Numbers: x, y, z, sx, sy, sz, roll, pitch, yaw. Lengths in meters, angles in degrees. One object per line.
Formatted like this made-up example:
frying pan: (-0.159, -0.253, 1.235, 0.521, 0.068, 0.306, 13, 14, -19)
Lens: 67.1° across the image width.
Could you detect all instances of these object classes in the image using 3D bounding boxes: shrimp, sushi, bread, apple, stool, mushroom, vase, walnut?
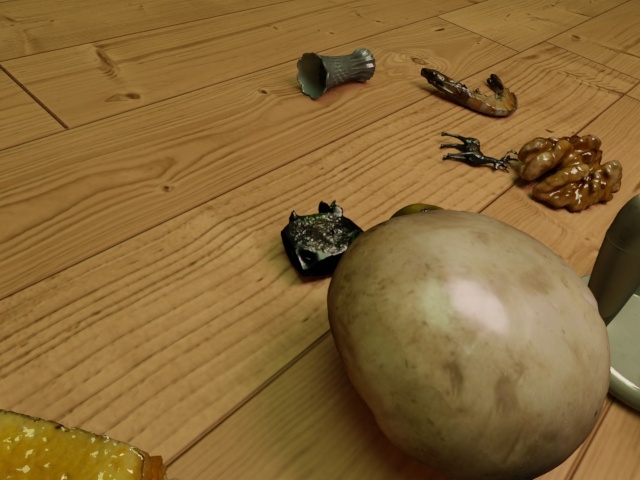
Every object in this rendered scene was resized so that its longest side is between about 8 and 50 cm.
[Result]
shrimp: (0.299, -0.307, 0.950, 0.195, 0.035, 0.148, 30, 49, 10)
sushi: (0.000, 0.000, 0.573, 0.083, 0.056, 0.084, -20, 52, -18)
bread: (-0.172, 0.174, 0.327, 0.188, 0.103, 0.065, 11, 42, 7)
apple: (0.120, -0.006, 0.586, 0.090, 0.074, 0.089, 2, 24, -1)
stool: (0.380, 0.052, 0.487, 0.195, 0.198, 0.195, -19, 50, -30)
mushroom: (0.123, 0.076, 0.424, 0.255, 0.184, 0.254, 5, 41, -5)
vase: (0.036, -0.314, 0.887, 0.149, 0.081, 0.081, -26, 54, -37)
walnut: (0.391, -0.117, 0.748, 0.170, 0.069, 0.142, -16, 63, -24)

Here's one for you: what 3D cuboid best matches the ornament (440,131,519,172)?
ornament: (0.261, -0.144, 0.786, 0.125, 0.028, 0.073, 7, 44, -1)
